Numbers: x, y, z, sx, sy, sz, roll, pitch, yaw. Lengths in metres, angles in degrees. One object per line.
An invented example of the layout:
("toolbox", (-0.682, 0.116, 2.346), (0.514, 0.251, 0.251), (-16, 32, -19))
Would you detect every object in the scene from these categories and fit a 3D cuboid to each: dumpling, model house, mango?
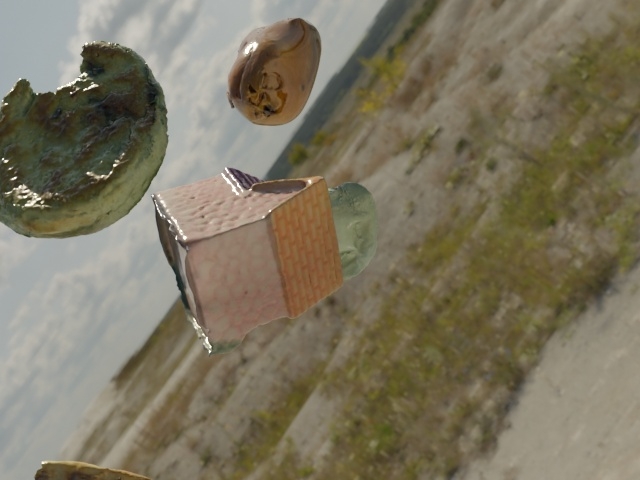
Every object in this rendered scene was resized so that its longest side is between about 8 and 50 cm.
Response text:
("dumpling", (-0.007, -0.009, 1.605), (0.219, 0.152, 0.108), (-36, -30, 5))
("model house", (-0.102, 0.012, 1.497), (0.238, 0.202, 0.237), (-19, 25, -13))
("mango", (-0.086, -0.322, 1.897), (0.287, 0.153, 0.201), (-79, 15, -50))

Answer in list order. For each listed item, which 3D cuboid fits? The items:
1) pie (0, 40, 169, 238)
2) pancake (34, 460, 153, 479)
("pie", (-0.332, -0.133, 1.358), (0.302, 0.303, 0.067), (-55, -33, -13))
("pancake", (-0.309, 0.444, 1.511), (0.057, 0.266, 0.244), (-80, 5, -66))
